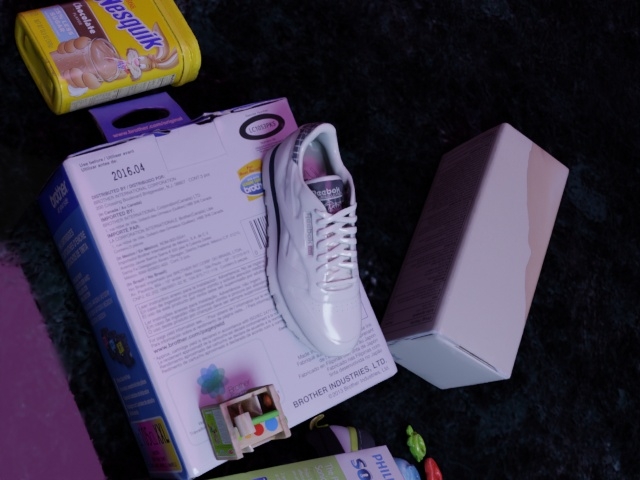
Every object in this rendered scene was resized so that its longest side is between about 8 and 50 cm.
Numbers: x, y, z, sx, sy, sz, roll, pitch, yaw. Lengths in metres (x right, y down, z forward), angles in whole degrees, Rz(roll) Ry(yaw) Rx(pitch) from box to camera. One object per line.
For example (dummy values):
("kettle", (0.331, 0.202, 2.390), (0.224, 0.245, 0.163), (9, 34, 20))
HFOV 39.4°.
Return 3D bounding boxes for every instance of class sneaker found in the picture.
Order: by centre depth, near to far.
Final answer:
("sneaker", (0.000, 0.000, 0.895), (0.090, 0.095, 0.235), (-10, 83, -33))
("sneaker", (0.001, 0.317, 1.002), (0.097, 0.084, 0.235), (10, 67, -7))

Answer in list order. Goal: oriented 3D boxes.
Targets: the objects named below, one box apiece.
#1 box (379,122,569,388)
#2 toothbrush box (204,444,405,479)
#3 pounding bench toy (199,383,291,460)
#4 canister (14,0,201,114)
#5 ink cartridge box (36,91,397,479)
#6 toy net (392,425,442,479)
("box", (0.195, 0.021, 1.145), (0.121, 0.148, 0.311), (32, 64, -19))
("toothbrush box", (-0.034, 0.324, 0.816), (0.283, 0.122, 0.206), (-7, 36, -20))
("pounding bench toy", (-0.060, 0.165, 0.821), (0.065, 0.083, 0.052), (-17, 85, -31))
("canister", (-0.238, -0.216, 0.999), (0.169, 0.073, 0.126), (-23, 73, -31))
("ink cartridge box", (-0.121, 0.017, 0.961), (0.270, 0.151, 0.396), (-21, 89, -32))
("toy net", (0.135, 0.347, 1.075), (0.232, 0.045, 0.122), (64, 19, -8))
